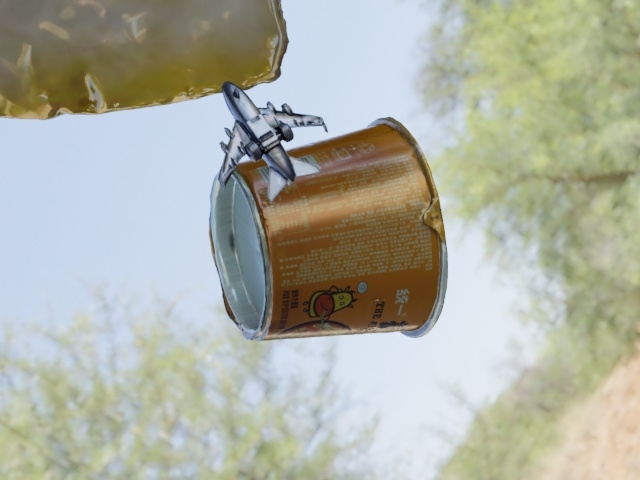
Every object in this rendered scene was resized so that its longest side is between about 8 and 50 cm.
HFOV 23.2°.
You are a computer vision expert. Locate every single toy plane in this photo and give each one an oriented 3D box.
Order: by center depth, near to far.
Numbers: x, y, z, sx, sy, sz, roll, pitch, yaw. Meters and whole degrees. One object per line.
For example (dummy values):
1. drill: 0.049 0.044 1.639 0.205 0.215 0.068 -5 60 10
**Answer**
1. toy plane: -0.038 -0.068 0.983 0.078 0.083 0.031 -31 -8 -12

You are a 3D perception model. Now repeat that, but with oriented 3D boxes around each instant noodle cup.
1. instant noodle cup: 0.000 0.000 1.460 0.172 0.216 0.216 -9 -36 -20

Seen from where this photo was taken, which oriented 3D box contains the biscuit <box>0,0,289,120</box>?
1. biscuit: -0.229 -0.286 1.103 0.104 0.446 0.429 -71 -32 -67
